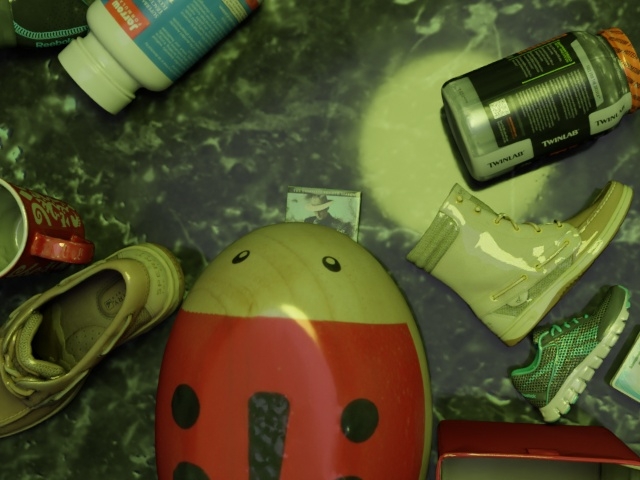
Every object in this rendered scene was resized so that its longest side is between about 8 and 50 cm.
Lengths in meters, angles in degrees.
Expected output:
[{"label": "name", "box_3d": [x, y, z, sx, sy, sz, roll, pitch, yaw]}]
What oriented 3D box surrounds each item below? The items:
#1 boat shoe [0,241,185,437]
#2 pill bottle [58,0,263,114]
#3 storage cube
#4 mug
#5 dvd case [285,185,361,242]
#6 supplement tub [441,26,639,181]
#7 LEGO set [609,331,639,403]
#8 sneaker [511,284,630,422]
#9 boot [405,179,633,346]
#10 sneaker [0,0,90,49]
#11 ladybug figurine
[{"label": "boat shoe", "box_3d": [-0.306, 0.115, 0.921, 0.341, 0.110, 0.121, -39, 82, 18]}, {"label": "pill bottle", "box_3d": [-0.181, -0.247, 0.936, 0.221, 0.124, 0.124, -42, 83, 4]}, {"label": "storage cube", "box_3d": [0.207, 0.285, 0.827, 0.215, 0.193, 0.183, 0, 88, 8]}, {"label": "mug", "box_3d": [-0.325, 0.004, 0.921, 0.150, 0.169, 0.113, 43, 93, 7]}, {"label": "dvd case", "box_3d": [0.000, 0.000, 0.957, 0.087, 0.013, 0.119, 5, 87, 8]}, {"label": "supplement tub", "box_3d": [0.234, -0.147, 0.881, 0.191, 0.117, 0.116, -21, 85, 7]}, {"label": "LEGO set", "box_3d": [0.450, 0.098, 0.874, 0.183, 0.060, 0.244, 31, 91, 4]}, {"label": "sneaker", "box_3d": [0.267, 0.111, 0.895, 0.076, 0.065, 0.166, 35, 91, 12]}, {"label": "boot", "box_3d": [0.213, -0.014, 0.899, 0.165, 0.077, 0.213, 40, 96, 9]}, {"label": "sneaker", "box_3d": [-0.350, -0.383, 0.987, 0.140, 0.125, 0.340, -4, 83, -20]}, {"label": "ladybug figurine", "box_3d": [-0.037, 0.204, 0.870, 0.305, 0.162, 0.448, 0, 90, 9]}]
